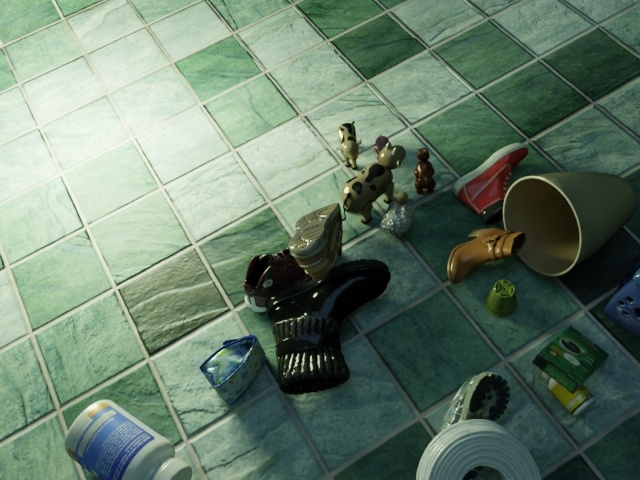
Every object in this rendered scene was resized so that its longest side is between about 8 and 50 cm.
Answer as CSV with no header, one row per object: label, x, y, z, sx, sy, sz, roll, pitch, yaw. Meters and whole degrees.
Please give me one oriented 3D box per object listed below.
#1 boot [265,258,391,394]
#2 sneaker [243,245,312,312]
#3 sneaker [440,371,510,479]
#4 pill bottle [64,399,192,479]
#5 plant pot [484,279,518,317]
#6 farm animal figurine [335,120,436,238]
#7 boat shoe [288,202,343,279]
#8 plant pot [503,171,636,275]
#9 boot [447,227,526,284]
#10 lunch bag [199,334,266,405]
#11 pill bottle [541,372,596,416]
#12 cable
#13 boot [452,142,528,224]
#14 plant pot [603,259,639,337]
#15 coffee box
boot,0.040,0.215,1.567,0.347,0.131,0.260,-24,50,5
sneaker,-0.091,0.058,1.670,0.106,0.163,0.281,36,69,26
sneaker,0.322,0.421,1.429,0.110,0.122,0.283,33,86,-5
pill bottle,-0.429,0.491,1.447,0.271,0.152,0.152,26,65,22
plant pot,0.455,0.139,1.594,0.083,0.079,0.083,-3,58,5
farm animal figurine,0.151,-0.200,1.796,0.330,0.172,0.327,22,63,20
boat shoe,0.000,0.000,1.653,0.123,0.117,0.324,-18,19,21
plant pot,0.656,-0.072,1.628,0.273,0.257,0.257,-18,55,-24
boot,0.422,0.037,1.629,0.152,0.073,0.197,3,48,49
lunch bag,-0.202,0.303,1.550,0.151,0.129,0.096,-39,61,-16
pill bottle,0.564,0.339,1.460,0.065,0.065,0.116,-32,59,-13
cable,0.324,0.505,1.317,0.256,0.089,0.257,-5,87,-5
boot,0.515,-0.151,1.771,0.244,0.088,0.176,-37,60,-6
plant pot,0.843,0.111,1.482,0.236,0.212,0.236,36,68,25
coffee box,0.575,0.270,1.465,0.113,0.041,0.184,39,36,26
